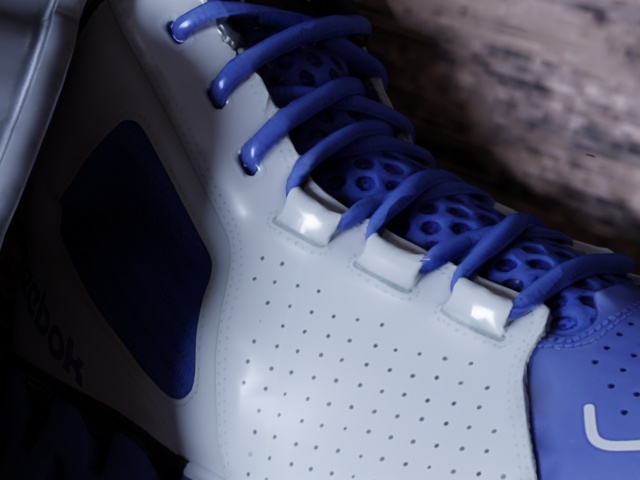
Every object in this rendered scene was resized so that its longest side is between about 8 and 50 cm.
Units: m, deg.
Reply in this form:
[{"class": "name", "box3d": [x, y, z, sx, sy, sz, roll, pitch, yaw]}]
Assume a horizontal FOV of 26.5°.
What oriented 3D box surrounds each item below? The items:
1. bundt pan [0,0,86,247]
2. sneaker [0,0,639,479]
[{"class": "bundt pan", "box3d": [-0.193, 0.018, 0.452, 0.331, 0.124, 0.331, -56, 20, 32]}, {"class": "sneaker", "box3d": [-0.001, 0.000, 0.406, 0.315, 0.127, 0.182, 3, 97, 41]}]
